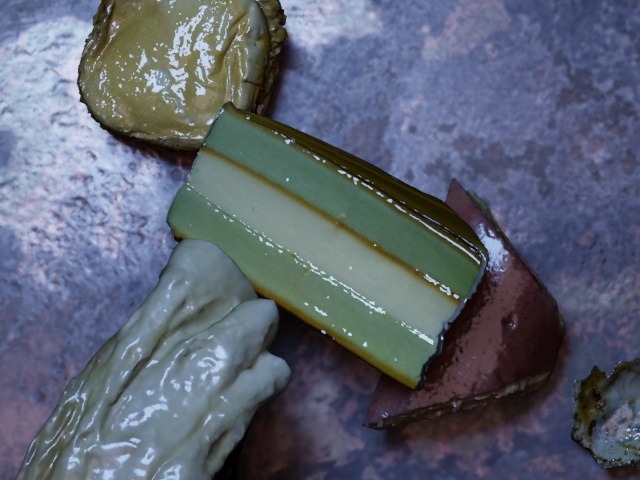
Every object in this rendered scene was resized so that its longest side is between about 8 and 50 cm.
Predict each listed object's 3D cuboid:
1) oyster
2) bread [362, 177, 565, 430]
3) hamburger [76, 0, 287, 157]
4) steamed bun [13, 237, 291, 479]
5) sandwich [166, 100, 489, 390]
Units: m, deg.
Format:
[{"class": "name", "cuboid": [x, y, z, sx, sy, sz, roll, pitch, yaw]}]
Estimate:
[{"class": "oyster", "cuboid": [0.245, 0.117, 1.428, 0.132, 0.029, 0.086, -9, 89, -2]}, {"class": "bread", "cuboid": [0.117, 0.062, 1.420, 0.119, 0.067, 0.192, 18, 85, 4]}, {"class": "hamburger", "cuboid": [-0.102, -0.133, 1.446, 0.147, 0.083, 0.138, 12, 88, 5]}, {"class": "steamed bun", "cuboid": [-0.110, 0.242, 1.335, 0.189, 0.247, 0.428, 25, 69, 18]}, {"class": "sandwich", "cuboid": [0.000, 0.000, 1.364, 0.187, 0.144, 0.117, 25, 99, -15]}]
